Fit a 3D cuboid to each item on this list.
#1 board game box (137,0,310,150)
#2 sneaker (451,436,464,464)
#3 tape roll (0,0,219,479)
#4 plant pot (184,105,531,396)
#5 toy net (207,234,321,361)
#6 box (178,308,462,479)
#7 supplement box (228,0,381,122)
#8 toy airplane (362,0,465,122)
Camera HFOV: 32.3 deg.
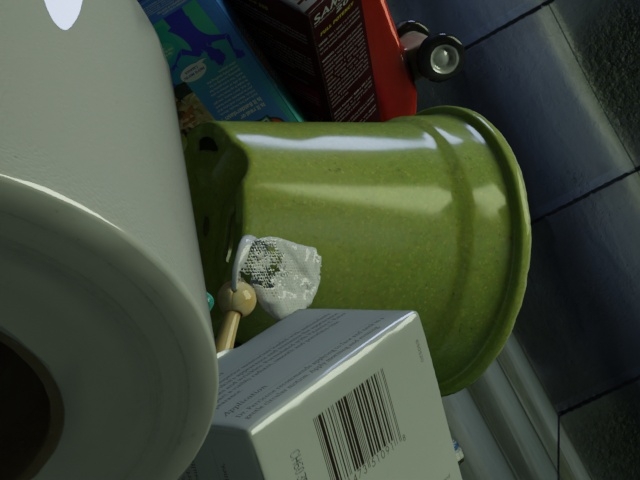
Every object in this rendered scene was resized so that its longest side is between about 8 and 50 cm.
[{"bbox_3d":[-0.126,-0.142,1.054,0.210,0.160,0.047,55,14,-28],"label":"board game box"},{"bbox_3d":[0.047,0.185,1.118,0.147,0.129,0.330,68,15,16],"label":"sneaker"},{"bbox_3d":[-0.169,0.006,0.433,0.246,0.246,0.169,48,19,-44],"label":"tape roll"},{"bbox_3d":[0.000,0.000,0.983,0.253,0.276,0.276,5,49,-31],"label":"plant pot"},{"bbox_3d":[-0.093,0.039,0.785,0.232,0.045,0.122,-27,104,-43],"label":"toy net"},{"bbox_3d":[-0.007,0.162,0.748,0.181,0.119,0.182,-30,110,-44],"label":"box"},{"bbox_3d":[-0.018,-0.184,1.093,0.130,0.073,0.239,33,-21,26],"label":"supplement box"},{"bbox_3d":[0.021,-0.084,1.382,0.386,0.272,0.384,115,-32,-61],"label":"toy airplane"}]
